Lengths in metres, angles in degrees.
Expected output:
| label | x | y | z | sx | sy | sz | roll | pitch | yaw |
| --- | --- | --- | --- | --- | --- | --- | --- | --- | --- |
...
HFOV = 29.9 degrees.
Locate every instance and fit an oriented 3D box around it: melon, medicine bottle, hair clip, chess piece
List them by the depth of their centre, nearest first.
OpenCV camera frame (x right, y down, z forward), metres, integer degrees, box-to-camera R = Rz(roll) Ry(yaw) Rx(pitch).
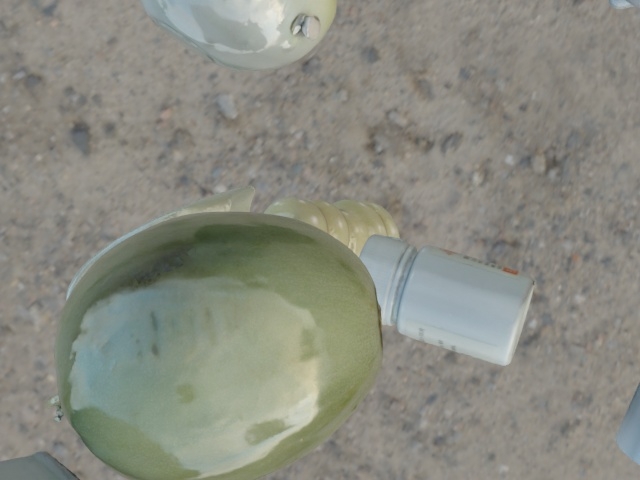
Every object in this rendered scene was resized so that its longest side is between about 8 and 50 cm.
| label | x | y | z | sx | sy | sz | roll | pitch | yaw |
| --- | --- | --- | --- | --- | --- | --- | --- | --- | --- |
| melon | -0.096 | 0.097 | 1.090 | 0.272 | 0.308 | 0.272 | 53 | 163 | 24 |
| hair clip | -0.210 | 0.044 | 1.684 | 0.282 | 0.113 | 0.172 | -17 | 92 | 11 |
| medicine bottle | 0.176 | 0.083 | 1.756 | 0.252 | 0.144 | 0.144 | 16 | 124 | 10 |
| chess piece | 0.000 | 0.000 | 2.086 | 0.167 | 0.299 | 0.167 | -3 | 84 | 33 |

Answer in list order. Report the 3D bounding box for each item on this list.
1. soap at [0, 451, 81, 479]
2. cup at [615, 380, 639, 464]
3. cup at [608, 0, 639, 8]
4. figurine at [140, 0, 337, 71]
| label | x | y | z | sx | sy | sz | roll | pitch | yaw |
| --- | --- | --- | --- | --- | --- | --- | --- | --- | --- |
| soap | -0.358 | 0.391 | 1.042 | 0.350 | 0.435 | 0.213 | 30 | 129 | 39 |
| cup | 0.349 | 0.149 | 1.064 | 0.136 | 0.099 | 0.133 | 22 | 105 | 13 |
| cup | 0.406 | -0.338 | 1.435 | 0.142 | 0.173 | 0.134 | -7 | 114 | 30 |
| figurine | -0.033 | -0.355 | 1.100 | 0.226 | 0.274 | 0.394 | 33 | 93 | 20 |
